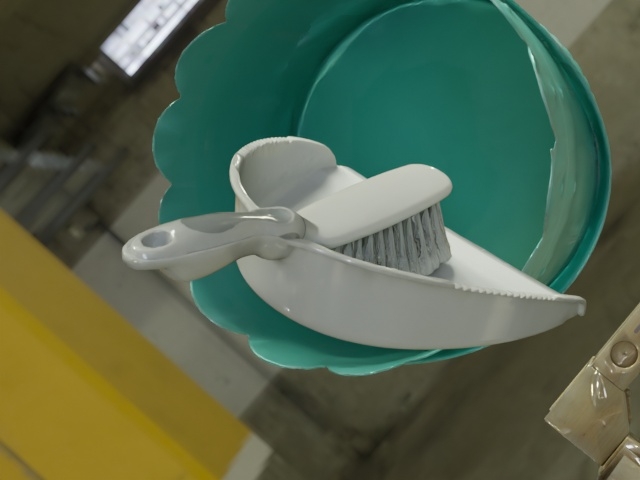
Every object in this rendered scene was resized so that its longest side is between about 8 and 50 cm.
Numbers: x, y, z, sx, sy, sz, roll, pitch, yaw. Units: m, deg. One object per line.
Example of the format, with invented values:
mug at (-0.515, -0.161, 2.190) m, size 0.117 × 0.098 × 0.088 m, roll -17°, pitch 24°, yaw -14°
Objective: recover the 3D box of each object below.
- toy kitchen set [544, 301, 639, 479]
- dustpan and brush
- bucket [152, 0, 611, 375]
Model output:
toy kitchen set at (0.149, 0.077, 0.663) m, size 0.075 × 0.083 × 0.068 m, roll -52°, pitch -8°, yaw 10°
dustpan and brush at (0.000, 0.000, 0.596) m, size 0.211 × 0.147 × 0.060 m, roll -22°, pitch -45°, yaw -46°
bucket at (0.051, -0.051, 1.025) m, size 0.281 × 0.281 × 0.183 m, roll -48°, pitch -16°, yaw 20°
